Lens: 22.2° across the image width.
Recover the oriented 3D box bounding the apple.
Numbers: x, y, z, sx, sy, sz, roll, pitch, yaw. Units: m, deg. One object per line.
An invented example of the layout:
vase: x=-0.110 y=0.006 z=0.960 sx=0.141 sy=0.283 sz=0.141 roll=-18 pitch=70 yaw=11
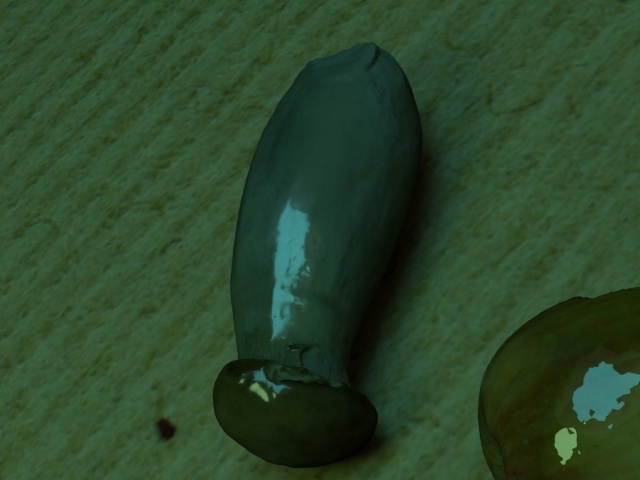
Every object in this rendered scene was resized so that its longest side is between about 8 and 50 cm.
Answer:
apple: x=0.184 y=0.104 z=0.915 sx=0.199 sy=0.199 sz=0.199 roll=-16 pitch=44 yaw=17

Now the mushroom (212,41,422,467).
mushroom: x=0.000 y=0.000 z=1.155 sx=0.128 sy=0.128 sz=0.350 roll=-10 pitch=50 yaw=23
